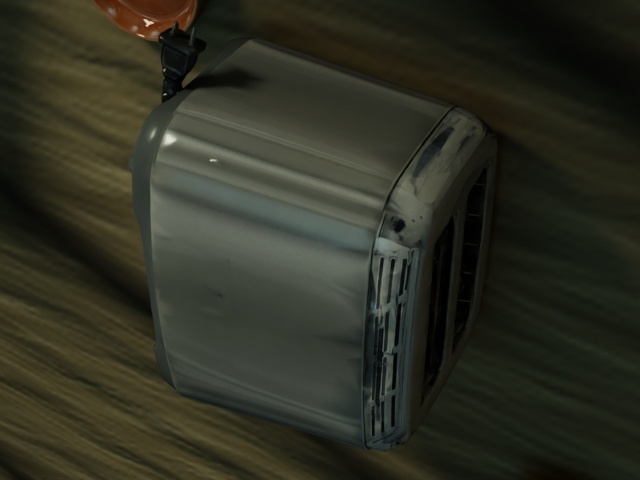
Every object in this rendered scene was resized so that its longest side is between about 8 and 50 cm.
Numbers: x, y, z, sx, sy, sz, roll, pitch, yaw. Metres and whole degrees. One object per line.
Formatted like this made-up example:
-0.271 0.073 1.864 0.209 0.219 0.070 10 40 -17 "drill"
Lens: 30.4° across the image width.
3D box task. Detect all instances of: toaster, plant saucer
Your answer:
0.000 0.000 0.585 0.146 0.129 0.227 18 133 20 "toaster"
-0.095 -0.143 0.614 0.083 0.013 0.083 22 136 22 "plant saucer"
